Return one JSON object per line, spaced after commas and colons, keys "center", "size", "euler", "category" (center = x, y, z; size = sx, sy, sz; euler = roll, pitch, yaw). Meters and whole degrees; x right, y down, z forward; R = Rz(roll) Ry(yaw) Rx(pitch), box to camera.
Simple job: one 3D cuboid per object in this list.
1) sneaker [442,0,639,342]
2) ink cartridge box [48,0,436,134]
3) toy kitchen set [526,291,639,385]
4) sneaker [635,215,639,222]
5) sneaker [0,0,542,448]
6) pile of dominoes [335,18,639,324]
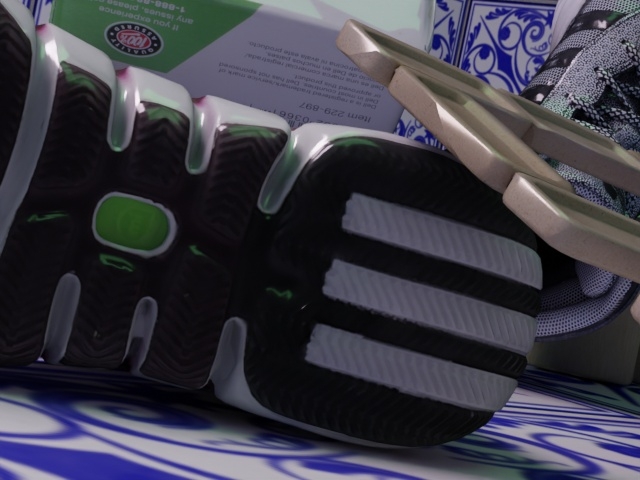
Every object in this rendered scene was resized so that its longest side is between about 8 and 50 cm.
{"center": [0.126, -0.043, 0.769], "size": [0.101, 0.268, 0.153], "euler": [44, 4, -10], "category": "sneaker"}
{"center": [-0.048, -0.067, 0.811], "size": [0.154, 0.093, 0.212], "euler": [12, -37, -7], "category": "ink cartridge box"}
{"center": [0.172, 0.010, 0.955], "size": [0.207, 0.122, 0.166], "euler": [11, 2, -32], "category": "toy kitchen set"}
{"center": [0.266, 0.028, 1.551], "size": [0.146, 0.134, 0.343], "euler": [39, 8, 20], "category": "sneaker"}
{"center": [-0.089, -0.009, 0.513], "size": [0.281, 0.106, 0.162], "euler": [22, -6, -11], "category": "sneaker"}
{"center": [0.131, 0.036, 0.488], "size": [0.251, 0.040, 0.196], "euler": [20, 19, -36], "category": "pile of dominoes"}
